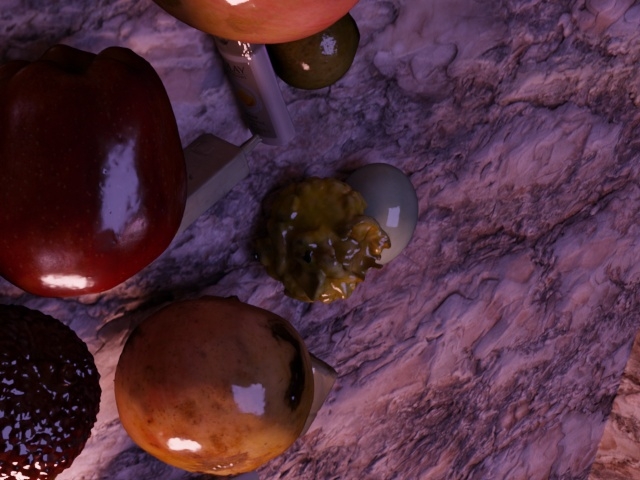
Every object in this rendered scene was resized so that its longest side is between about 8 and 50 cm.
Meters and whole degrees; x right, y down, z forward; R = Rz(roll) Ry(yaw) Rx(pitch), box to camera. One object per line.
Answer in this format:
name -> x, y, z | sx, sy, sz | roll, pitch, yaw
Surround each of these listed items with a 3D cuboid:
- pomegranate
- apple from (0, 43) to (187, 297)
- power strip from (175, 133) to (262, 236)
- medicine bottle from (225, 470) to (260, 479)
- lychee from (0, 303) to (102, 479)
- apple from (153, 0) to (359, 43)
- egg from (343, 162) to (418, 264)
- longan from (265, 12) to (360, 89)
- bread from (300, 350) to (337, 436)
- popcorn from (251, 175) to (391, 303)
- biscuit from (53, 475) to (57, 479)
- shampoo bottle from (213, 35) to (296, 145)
pomegranate -> -0.161, 0.223, 1.967 | 0.322, 0.322, 0.322 | -29, 133, -37
apple -> -0.309, -0.085, 1.610 | 0.288, 0.288, 0.316 | -18, 116, -44
power strip -> -0.198, -0.080, 1.896 | 0.288, 0.093, 0.053 | -44, 138, -24
medicine bottle -> -0.219, 0.567, 2.167 | 0.406, 0.236, 0.235 | -21, 128, -41
lychee -> -0.425, 0.209, 1.678 | 0.261, 0.261, 0.260 | -29, 133, -37
apple -> -0.091, -0.426, 1.591 | 0.364, 0.364, 0.363 | -29, 133, -37
egg -> 0.097, -0.044, 2.231 | 0.149, 0.149, 0.192 | -22, 129, -42
longan -> -0.028, -0.304, 1.931 | 0.176, 0.145, 0.154 | -12, 104, 1
bread -> -0.055, 0.259, 2.257 | 0.141, 0.134, 0.148 | -61, 157, -1
popcorn -> 0.000, 0.002, 2.109 | 0.169, 0.189, 0.218 | -10, 121, -50
biscuit -> -0.431, 0.376, 1.824 | 0.196, 0.049, 0.301 | -64, -176, -6
shampoo bottle -> -0.101, -0.243, 1.914 | 0.056, 0.086, 0.227 | -47, 142, -23
